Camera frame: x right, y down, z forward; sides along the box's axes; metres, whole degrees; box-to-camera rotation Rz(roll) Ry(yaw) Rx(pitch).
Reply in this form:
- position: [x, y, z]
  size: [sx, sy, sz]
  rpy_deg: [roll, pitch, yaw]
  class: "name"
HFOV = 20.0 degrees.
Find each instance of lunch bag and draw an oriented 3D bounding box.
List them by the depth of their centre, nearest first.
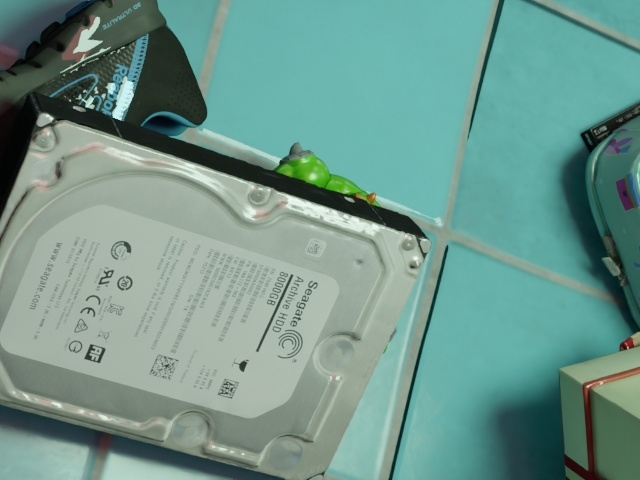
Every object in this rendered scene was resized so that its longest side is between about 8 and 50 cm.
- position: [0.384, -0.031, 1.692]
  size: [0.279, 0.108, 0.224]
  rpy_deg: [-29, 106, -25]
  class: "lunch bag"

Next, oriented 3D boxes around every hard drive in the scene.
- position: [-0.108, 0.047, 1.416]
  size: [0.339, 0.064, 0.237]
  rpy_deg: [18, 106, -24]
  class: "hard drive"

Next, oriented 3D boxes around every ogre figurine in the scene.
- position: [0.000, 0.000, 1.533]
  size: [0.197, 0.097, 0.118]
  rpy_deg: [33, 85, 1]
  class: "ogre figurine"

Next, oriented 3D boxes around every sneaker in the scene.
- position: [-0.234, -0.070, 1.421]
  size: [0.341, 0.125, 0.139]
  rpy_deg: [-37, 103, -23]
  class: "sneaker"

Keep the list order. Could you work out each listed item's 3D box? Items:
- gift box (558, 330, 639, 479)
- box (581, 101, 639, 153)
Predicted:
- position: [0.366, 0.216, 1.533]
  size: [0.276, 0.258, 0.255]
  rpy_deg: [-9, 109, -23]
  class: "gift box"
- position: [0.297, -0.091, 1.723]
  size: [0.083, 0.018, 0.067]
  rpy_deg: [-29, 92, -26]
  class: "box"
